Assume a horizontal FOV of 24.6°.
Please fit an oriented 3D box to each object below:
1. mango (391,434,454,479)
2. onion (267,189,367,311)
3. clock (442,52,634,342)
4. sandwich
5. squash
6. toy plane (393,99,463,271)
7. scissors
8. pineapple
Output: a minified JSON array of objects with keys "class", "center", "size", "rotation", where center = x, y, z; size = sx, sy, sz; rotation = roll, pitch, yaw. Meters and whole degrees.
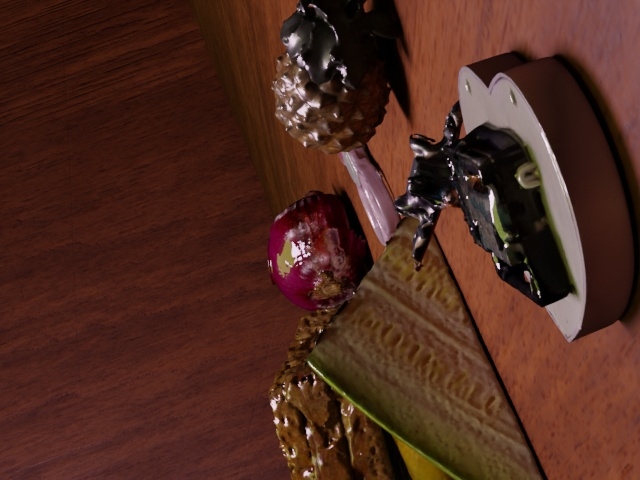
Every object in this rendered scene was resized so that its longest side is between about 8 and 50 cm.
[{"class":"mango","center":[0.130,0.225,1.628],"size":[0.137,0.091,0.237],"rotation":[-107,-5,-49]},{"class":"onion","center":[-0.015,0.005,2.043],"size":[0.198,0.135,0.173],"rotation":[-114,8,-52]},{"class":"clock","center":[0.121,-0.019,0.857],"size":[0.198,0.064,0.172],"rotation":[-128,19,-77]},{"class":"sandwich","center":[0.051,0.224,1.780],"size":[0.325,0.131,0.262],"rotation":[-59,-46,-72]},{"class":"squash","center":[0.148,0.135,1.391],"size":[0.288,0.203,0.111],"rotation":[30,160,17]},{"class":"toy plane","center":[0.078,-0.038,0.993],"size":[0.188,0.062,0.135],"rotation":[-19,-56,-75]},{"class":"scissors","center":[0.032,-0.109,1.659],"size":[0.118,0.030,0.242],"rotation":[87,158,-74]},{"class":"pineapple","center":[0.011,-0.176,1.244],"size":[0.119,0.111,0.237],"rotation":[35,153,16]}]
